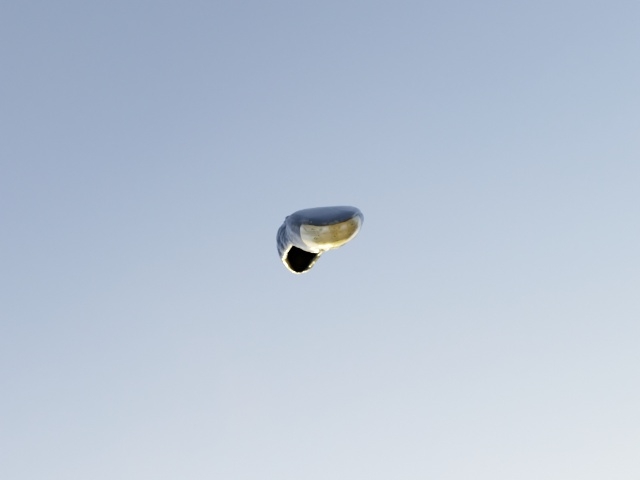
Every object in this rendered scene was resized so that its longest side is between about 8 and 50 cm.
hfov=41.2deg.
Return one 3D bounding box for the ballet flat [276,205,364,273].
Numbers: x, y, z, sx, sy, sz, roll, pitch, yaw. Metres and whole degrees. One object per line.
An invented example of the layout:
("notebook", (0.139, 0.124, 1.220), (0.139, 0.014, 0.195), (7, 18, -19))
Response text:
("ballet flat", (0.000, 0.000, 0.647), (0.057, 0.049, 0.173), (-5, -1, -8))
